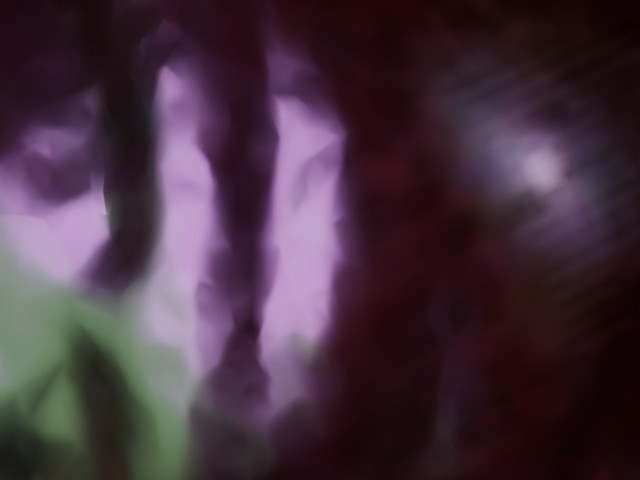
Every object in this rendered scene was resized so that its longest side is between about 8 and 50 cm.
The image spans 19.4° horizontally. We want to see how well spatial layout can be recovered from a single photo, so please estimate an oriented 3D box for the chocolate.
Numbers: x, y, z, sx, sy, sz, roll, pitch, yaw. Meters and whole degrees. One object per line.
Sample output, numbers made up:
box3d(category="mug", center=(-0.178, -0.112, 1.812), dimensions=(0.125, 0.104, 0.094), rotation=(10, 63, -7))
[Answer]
box3d(category="chocolate", center=(0.000, 0.000, 0.601), dimensions=(0.384, 0.331, 0.383), rotation=(33, 133, 44))
